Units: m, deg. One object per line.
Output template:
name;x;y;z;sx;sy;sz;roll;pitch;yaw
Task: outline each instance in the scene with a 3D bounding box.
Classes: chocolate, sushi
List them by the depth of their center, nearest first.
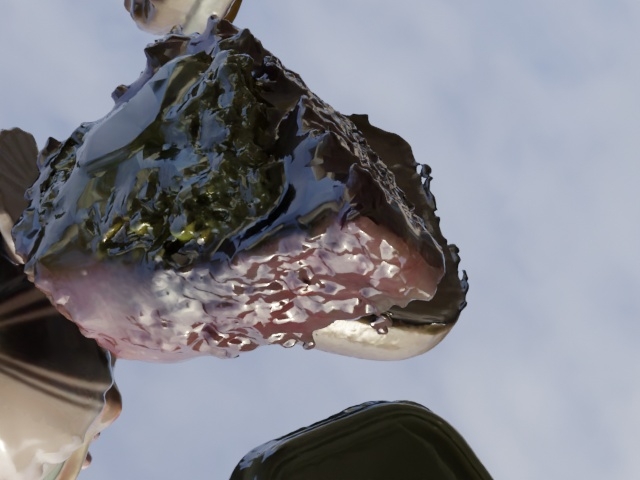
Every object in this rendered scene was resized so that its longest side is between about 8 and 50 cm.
sushi;-0.054;-0.006;0.798;0.107;0.161;0.241;40;-173;-37
chocolate;0.000;0.001;1.137;0.161;0.083;0.261;15;-151;-15

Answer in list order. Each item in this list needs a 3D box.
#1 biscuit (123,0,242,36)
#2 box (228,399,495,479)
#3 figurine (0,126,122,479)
biscuit;-0.097;-0.339;1.663;0.103;0.332;0.332;18;-131;-16
box;0.043;0.234;0.845;0.138;0.178;0.274;-17;-120;-35
figurine;-0.225;0.084;1.047;0.211;0.361;0.253;0;-100;-4
